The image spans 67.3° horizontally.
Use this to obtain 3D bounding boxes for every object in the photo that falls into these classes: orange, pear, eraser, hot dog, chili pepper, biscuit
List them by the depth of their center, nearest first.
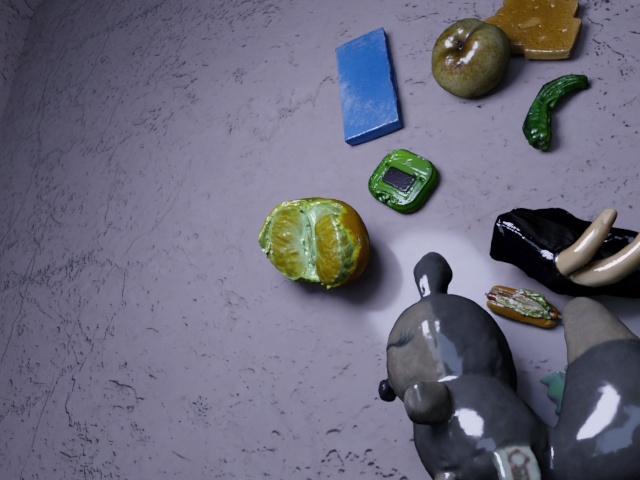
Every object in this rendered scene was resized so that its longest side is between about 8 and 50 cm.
[{"bbox_3d":[0.351,0.112,0.837,0.133,0.041,0.057,18,78,34],"label":"hot dog"},{"bbox_3d":[0.453,-0.259,0.949,0.073,0.050,0.182,28,80,43],"label":"chili pepper"},{"bbox_3d":[0.001,-0.002,1.004,0.237,0.158,0.180,4,107,36],"label":"orange"},{"bbox_3d":[0.318,-0.392,1.031,0.167,0.136,0.167,-10,75,42],"label":"pear"},{"bbox_3d":[0.470,-0.464,1.039,0.212,0.041,0.239,-27,56,10],"label":"biscuit"},{"bbox_3d":[0.116,-0.387,1.200,0.144,0.042,0.312,-17,61,23],"label":"eraser"}]

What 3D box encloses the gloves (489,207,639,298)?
[{"bbox_3d":[0.437,0.017,0.768,0.300,0.197,0.153,2,103,47],"label":"gloves"}]

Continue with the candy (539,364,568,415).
[{"bbox_3d":[0.522,0.212,0.627,0.397,0.172,0.263,-38,50,24],"label":"candy"}]

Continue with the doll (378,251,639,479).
[{"bbox_3d":[0.273,0.203,0.714,0.378,0.252,0.383,-6,44,7],"label":"doll"}]

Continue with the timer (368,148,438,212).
[{"bbox_3d":[0.177,-0.132,1.044,0.140,0.047,0.128,35,88,36],"label":"timer"}]
